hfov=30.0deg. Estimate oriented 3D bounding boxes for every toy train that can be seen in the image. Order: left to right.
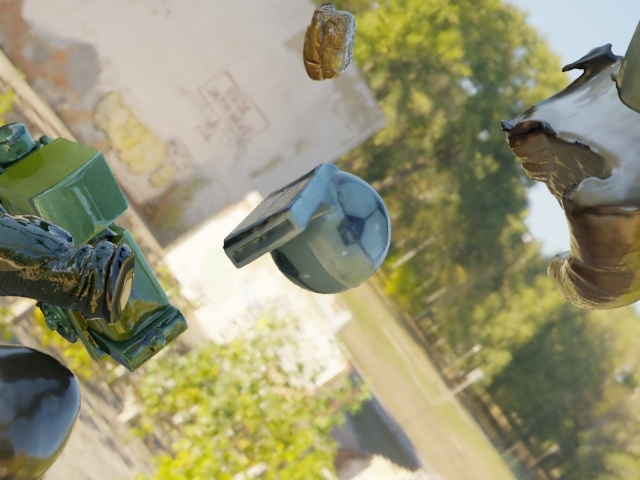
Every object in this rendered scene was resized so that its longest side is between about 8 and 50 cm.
[{"bbox_3d":[-0.340,0.018,1.706,0.253,0.160,0.397,21,-38,50],"label":"toy train"}]

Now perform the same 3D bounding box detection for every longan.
[{"bbox_3d":[-0.450,0.249,1.656,0.248,0.248,0.248,54,3,-4],"label":"longan"}]

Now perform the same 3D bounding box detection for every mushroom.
[{"bbox_3d":[0.432,-0.018,1.691,0.314,0.224,0.397,61,-4,49],"label":"mushroom"}]

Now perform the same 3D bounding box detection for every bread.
[{"bbox_3d":[0.009,-0.203,1.231,0.081,0.046,0.083,82,20,-60],"label":"bread"}]

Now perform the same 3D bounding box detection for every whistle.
[{"bbox_3d":[0.000,0.000,1.406,0.163,0.163,0.290,54,23,-8],"label":"whistle"}]

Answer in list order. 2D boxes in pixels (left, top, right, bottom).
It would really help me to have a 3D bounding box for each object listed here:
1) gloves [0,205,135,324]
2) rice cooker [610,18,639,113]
[{"bbox_3d":[-0.286,-0.003,1.003,0.268,0.107,0.135,29,9,0],"label":"gloves"},{"bbox_3d":[0.487,-0.217,1.404,0.244,0.226,0.226,32,-3,16],"label":"rice cooker"}]
